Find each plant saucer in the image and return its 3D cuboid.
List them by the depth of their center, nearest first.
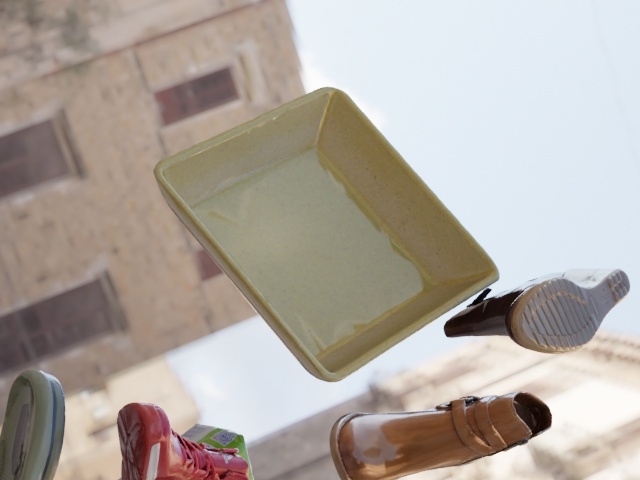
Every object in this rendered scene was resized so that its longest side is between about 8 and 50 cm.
[{"bbox_3d":[0.000,0.000,2.108,0.333,0.333,0.081,50,-44,13],"label":"plant saucer"}]

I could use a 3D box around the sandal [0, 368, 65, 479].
[{"bbox_3d":[-0.311,0.264,1.648,0.120,0.086,0.302,-21,-122,50],"label":"sandal"}]

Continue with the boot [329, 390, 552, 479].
[{"bbox_3d":[0.109,0.173,1.594,0.152,0.197,0.073,-18,-98,31],"label":"boot"}]

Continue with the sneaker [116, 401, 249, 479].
[{"bbox_3d":[-0.137,0.216,1.805,0.221,0.128,0.087,107,-33,-61],"label":"sneaker"}]

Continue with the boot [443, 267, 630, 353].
[{"bbox_3d":[0.229,0.096,2.064,0.207,0.248,0.090,-17,-90,38],"label":"boot"}]

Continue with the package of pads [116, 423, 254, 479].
[{"bbox_3d":[-0.166,0.393,2.057,0.101,0.229,0.296,12,-56,42],"label":"package of pads"}]
